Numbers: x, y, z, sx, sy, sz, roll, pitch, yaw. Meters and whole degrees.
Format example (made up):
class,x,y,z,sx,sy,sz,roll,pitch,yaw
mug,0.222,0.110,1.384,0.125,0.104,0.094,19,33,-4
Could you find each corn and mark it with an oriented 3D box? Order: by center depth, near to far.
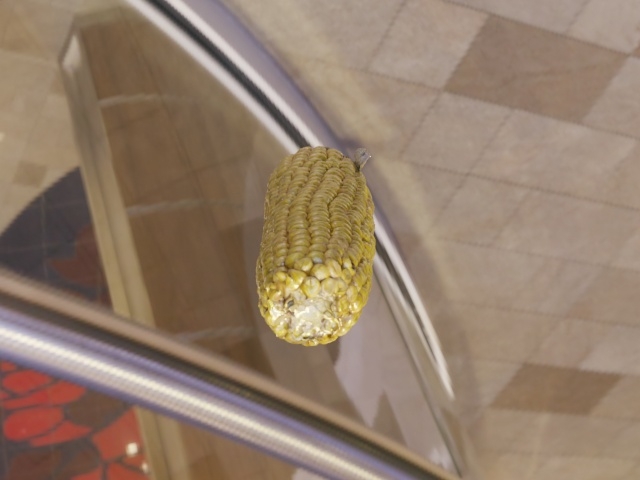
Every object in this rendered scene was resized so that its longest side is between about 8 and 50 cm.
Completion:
class,x,y,z,sx,sy,sz,roll,pitch,yaw
corn,0.000,0.000,0.951,0.106,0.293,0.106,0,113,0
